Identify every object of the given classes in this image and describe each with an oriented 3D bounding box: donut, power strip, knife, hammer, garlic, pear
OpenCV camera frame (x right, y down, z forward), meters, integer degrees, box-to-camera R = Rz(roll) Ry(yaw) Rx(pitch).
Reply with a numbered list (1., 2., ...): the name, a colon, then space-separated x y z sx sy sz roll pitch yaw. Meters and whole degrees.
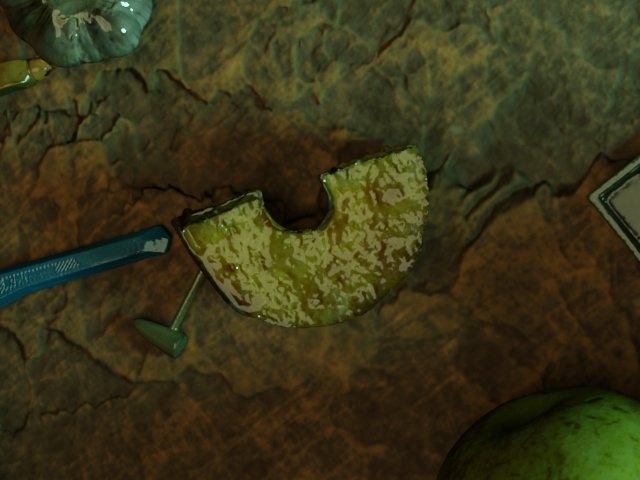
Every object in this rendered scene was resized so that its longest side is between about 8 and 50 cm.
1. donut: -0.003 0.006 1.758 0.259 0.101 0.152 -15 98 10
2. power strip: -0.356 -0.160 1.860 0.178 0.049 0.028 -15 87 16
3. knife: -0.293 0.038 1.881 0.296 0.026 0.044 -15 79 13
4. hammer: -0.128 0.025 1.842 0.060 0.028 0.195 32 101 15
5. garlic: -0.248 -0.246 1.796 0.159 0.102 0.147 19 88 0
6. pear: 0.240 0.273 1.655 0.283 0.283 0.283 2 98 14

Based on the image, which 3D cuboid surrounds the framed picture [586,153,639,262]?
1. framed picture: 0.412 -0.050 1.679 0.265 0.018 0.192 -39 79 15
